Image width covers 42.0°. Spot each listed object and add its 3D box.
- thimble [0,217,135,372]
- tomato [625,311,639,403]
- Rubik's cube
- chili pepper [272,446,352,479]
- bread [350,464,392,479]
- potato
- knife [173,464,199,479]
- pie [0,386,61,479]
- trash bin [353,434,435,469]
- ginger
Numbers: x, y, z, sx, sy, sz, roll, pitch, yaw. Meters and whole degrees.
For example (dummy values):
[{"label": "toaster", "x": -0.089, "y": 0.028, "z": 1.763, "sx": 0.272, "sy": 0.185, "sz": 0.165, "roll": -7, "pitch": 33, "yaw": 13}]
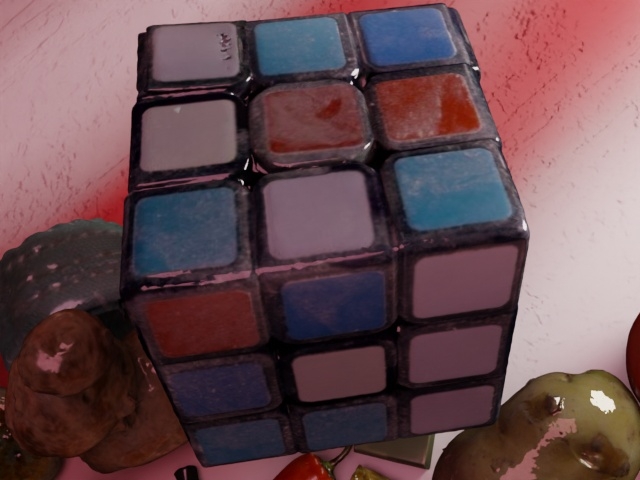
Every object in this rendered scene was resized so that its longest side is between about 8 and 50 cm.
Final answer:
[{"label": "thimble", "x": -0.324, "y": 0.078, "z": 1.117, "sx": 0.235, "sy": 0.198, "sz": 0.143, "roll": -25, "pitch": 66, "yaw": -9}, {"label": "tomato", "x": 0.439, "y": 0.130, "z": 0.926, "sx": 0.195, "sy": 0.136, "sz": 0.195, "roll": -5, "pitch": 74, "yaw": 16}, {"label": "Rubik's cube", "x": 0.000, "y": 0.000, "z": 0.888, "sx": 0.363, "sy": 0.362, "sz": 0.358, "roll": -4, "pitch": 48, "yaw": -3}, {"label": "chili pepper", "x": -0.049, "y": 0.338, "z": 1.040, "sx": 0.272, "sy": 0.063, "sz": 0.071, "roll": -48, "pitch": 56, "yaw": 1}, {"label": "bread", "x": 0.081, "y": 0.324, "z": 1.009, "sx": 0.110, "sy": 0.060, "sz": 0.066, "roll": 23, "pitch": 52, "yaw": 19}, {"label": "potato", "x": 0.247, "y": 0.254, "z": 0.938, "sx": 0.262, "sy": 0.165, "sz": 0.165, "roll": -42, "pitch": 68, "yaw": 7}, {"label": "knife", "x": -0.155, "y": 0.402, "z": 1.057, "sx": 0.060, "sy": 0.028, "sz": 0.230, "roll": -40, "pitch": 56, "yaw": 36}, {"label": "pie", "x": -0.444, "y": 0.288, "z": 1.126, "sx": 0.187, "sy": 0.041, "sz": 0.186, "roll": -2, "pitch": 98, "yaw": -12}, {"label": "trash bin", "x": 0.093, "y": 0.245, "z": 1.038, "sx": 0.092, "sy": 0.043, "sz": 0.060, "roll": 7, "pitch": 76, "yaw": 20}, {"label": "ginger", "x": -0.261, "y": 0.181, "z": 1.017, "sx": 0.244, "sy": 0.304, "sz": 0.155, "roll": -44, "pitch": 60, "yaw": 17}]
